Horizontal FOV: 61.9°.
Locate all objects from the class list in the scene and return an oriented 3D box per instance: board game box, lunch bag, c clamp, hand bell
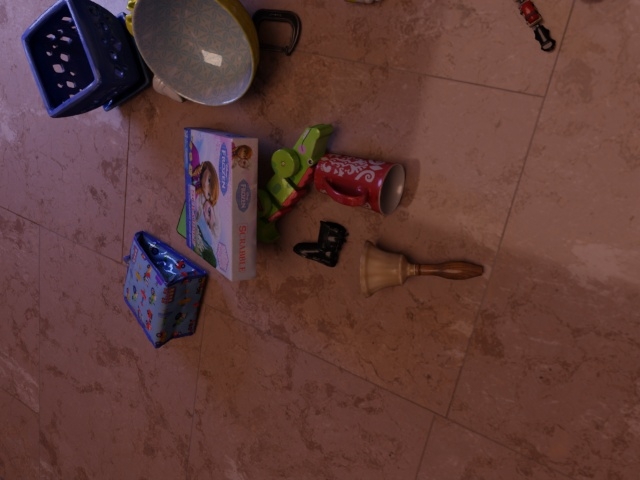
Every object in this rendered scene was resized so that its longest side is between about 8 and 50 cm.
[{"bbox_3d":[-0.246,-0.100,1.278,0.318,0.066,0.318,24,116,55],"label":"board game box"},{"bbox_3d":[-0.487,0.126,1.541,0.293,0.138,0.220,34,120,30],"label":"lunch bag"},{"bbox_3d":[-0.116,-0.463,1.231,0.161,0.022,0.137,11,102,30],"label":"c clamp"},{"bbox_3d":[0.215,0.064,1.126,0.242,0.126,0.126,1,103,19],"label":"hand bell"}]

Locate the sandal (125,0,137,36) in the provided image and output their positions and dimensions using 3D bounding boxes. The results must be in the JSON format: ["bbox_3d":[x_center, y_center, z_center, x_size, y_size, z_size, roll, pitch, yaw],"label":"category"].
[{"bbox_3d":[-0.396,-0.646,1.286,0.138,0.126,0.317,21,121,35],"label":"sandal"}]

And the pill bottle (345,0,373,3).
[{"bbox_3d":[0.085,-0.506,1.084,0.083,0.043,0.043,18,110,26],"label":"pill bottle"}]

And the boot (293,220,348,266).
[{"bbox_3d":[-0.001,0.000,1.258,0.121,0.045,0.099,21,114,17],"label":"boot"}]

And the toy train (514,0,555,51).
[{"bbox_3d":[0.368,-0.405,0.945,0.027,0.036,0.158,-30,86,32],"label":"toy train"}]

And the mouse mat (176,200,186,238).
[{"bbox_3d":[-0.318,-0.065,1.453,0.153,0.007,0.189,34,117,19],"label":"mouse mat"}]

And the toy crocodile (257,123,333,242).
[{"bbox_3d":[-0.073,-0.130,1.230,0.105,0.115,0.340,46,122,10],"label":"toy crocodile"}]

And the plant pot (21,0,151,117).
[{"bbox_3d":[-0.596,-0.468,1.398,0.236,0.212,0.235,-18,92,32],"label":"plant pot"}]

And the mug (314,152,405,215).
[{"bbox_3d":[0.071,-0.129,1.129,0.169,0.150,0.113,19,97,30],"label":"mug"}]

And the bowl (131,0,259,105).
[{"bbox_3d":[-0.251,-0.465,1.197,0.290,0.156,0.289,15,141,12],"label":"bowl"}]

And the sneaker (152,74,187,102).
[{"bbox_3d":[-0.333,-0.451,1.331,0.115,0.090,0.232,34,126,12],"label":"sneaker"}]
